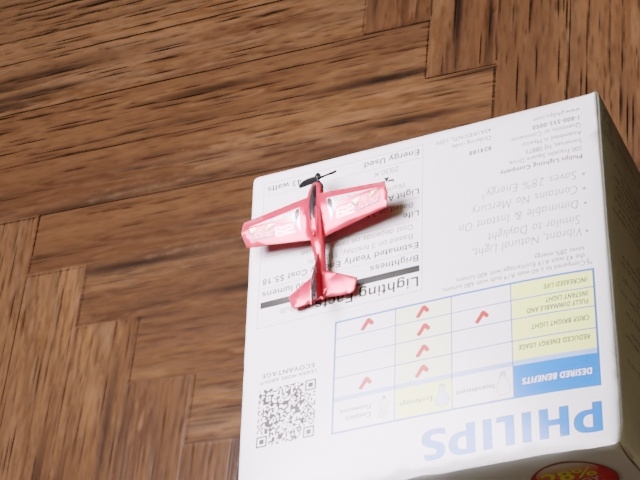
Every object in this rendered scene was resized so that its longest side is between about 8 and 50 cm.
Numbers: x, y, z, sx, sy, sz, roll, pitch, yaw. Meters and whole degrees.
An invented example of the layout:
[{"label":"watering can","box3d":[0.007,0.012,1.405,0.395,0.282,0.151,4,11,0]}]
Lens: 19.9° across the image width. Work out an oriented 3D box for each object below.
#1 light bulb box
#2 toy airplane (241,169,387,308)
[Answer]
[{"label":"light bulb box","box3d":[0.131,0.103,1.679,0.358,0.225,0.361,-13,54,22]},{"label":"toy airplane","box3d":[0.000,0.000,1.656,0.151,0.028,0.151,-16,52,22]}]
